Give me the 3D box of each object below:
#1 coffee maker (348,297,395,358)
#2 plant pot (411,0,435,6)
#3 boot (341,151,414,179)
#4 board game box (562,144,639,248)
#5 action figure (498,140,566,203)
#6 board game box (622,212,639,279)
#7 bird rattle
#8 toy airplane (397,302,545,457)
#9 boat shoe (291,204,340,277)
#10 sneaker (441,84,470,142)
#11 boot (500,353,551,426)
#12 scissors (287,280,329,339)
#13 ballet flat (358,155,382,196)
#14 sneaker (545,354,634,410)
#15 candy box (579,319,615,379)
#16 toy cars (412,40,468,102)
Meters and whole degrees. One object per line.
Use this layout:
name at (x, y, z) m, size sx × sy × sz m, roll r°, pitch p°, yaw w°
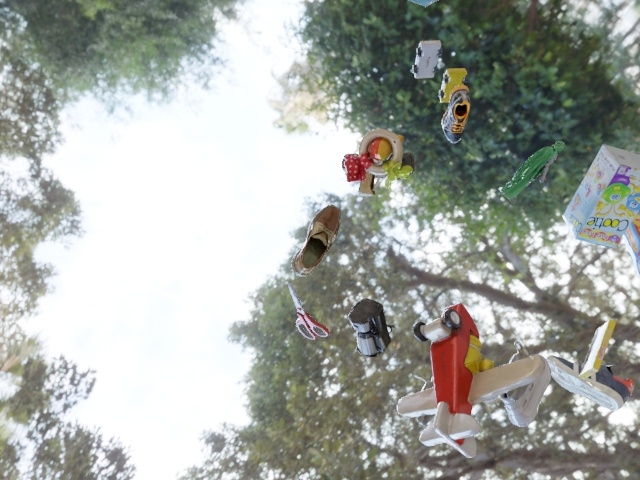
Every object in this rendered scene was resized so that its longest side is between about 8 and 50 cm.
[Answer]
coffee maker at (0.180, 0.295, 2.136) m, size 0.120 × 0.178 × 0.171 m, roll 2°, pitch -143°, yaw 23°
plant pot at (0.349, -0.958, 2.153) m, size 0.234 × 0.165 × 0.166 m, roll -12°, pitch -92°, yaw -43°
boot at (0.222, -0.330, 2.634) m, size 0.284 × 0.138 × 0.377 m, roll 1°, pitch -170°, yaw 30°
board game box at (0.909, -0.136, 1.906) m, size 0.142 × 0.275 × 0.144 m, roll 13°, pitch -146°, yaw -6°
action figure at (0.662, -0.217, 1.871) m, size 0.063 × 0.232 × 0.137 m, roll 39°, pitch -163°, yaw -15°
board game box at (1.303, 0.038, 2.222) m, size 0.301 × 0.086 × 0.308 m, roll -1°, pitch -127°, yaw -3°
bird rattle at (0.206, -0.295, 2.160) m, size 0.253 × 0.207 × 0.143 m, roll 18°, pitch -164°, yaw 31°
toy airplane at (0.404, 0.406, 1.675) m, size 0.272 × 0.385 × 0.386 m, roll 25°, pitch -174°, yaw -31°
boat shoe at (0.000, 0.000, 2.414) m, size 0.122 × 0.120 × 0.324 m, roll 29°, pitch -110°, yaw -9°
sneaker at (0.465, -0.416, 2.059) m, size 0.084 × 0.215 × 0.083 m, roll -5°, pitch -135°, yaw 0°
boot at (0.582, 0.391, 1.722) m, size 0.123 × 0.095 × 0.258 m, roll 59°, pitch -139°, yaw -24°
scissors at (-0.070, 0.231, 1.951) m, size 0.297 × 0.108 × 0.021 m, roll 54°, pitch -136°, yaw -36°
ballet flat at (0.204, -0.280, 2.329) m, size 0.073 × 0.233 × 0.080 m, roll 13°, pitch -173°, yaw 27°
sneaker at (1.048, 0.524, 2.360) m, size 0.148 × 0.131 × 0.350 m, roll -35°, pitch -146°, yaw -18°
candy box at (0.965, 0.379, 2.108) m, size 0.027 × 0.105 × 0.206 m, roll 30°, pitch -117°, yaw 9°
toy cars at (0.496, -0.715, 2.520) m, size 0.393 × 0.176 × 0.087 m, roll 27°, pitch -131°, yaw -44°
